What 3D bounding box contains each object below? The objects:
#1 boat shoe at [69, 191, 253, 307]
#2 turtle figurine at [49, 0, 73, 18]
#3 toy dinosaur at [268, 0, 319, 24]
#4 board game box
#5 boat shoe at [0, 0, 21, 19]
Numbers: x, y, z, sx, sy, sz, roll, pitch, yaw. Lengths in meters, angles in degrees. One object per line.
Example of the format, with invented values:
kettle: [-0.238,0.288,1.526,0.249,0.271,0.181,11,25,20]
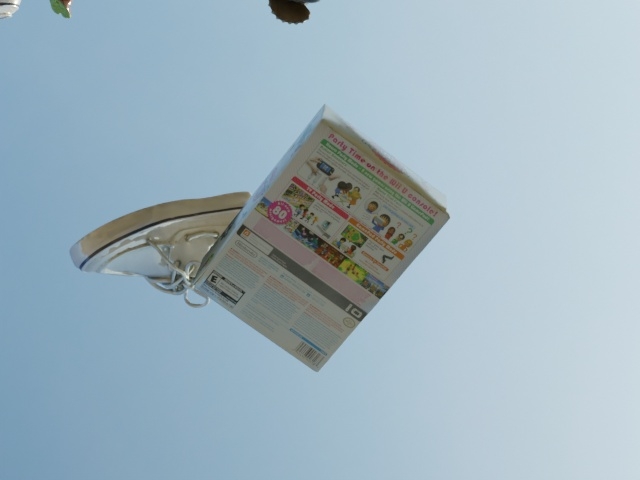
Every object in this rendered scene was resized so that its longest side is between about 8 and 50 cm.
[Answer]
boat shoe: [-0.217,0.030,1.598,0.367,0.136,0.156,-13,-108,-49]
turtle figurine: [-0.380,-0.472,1.642,0.269,0.087,0.217,40,-109,-18]
toy dinosaur: [-0.040,-0.439,1.566,0.313,0.160,0.121,52,-159,-62]
board game box: [0.000,0.000,1.407,0.224,0.303,0.097,36,-161,-11]
boat shoe: [-0.443,-0.230,1.115,0.226,0.083,0.076,-13,-84,-9]
